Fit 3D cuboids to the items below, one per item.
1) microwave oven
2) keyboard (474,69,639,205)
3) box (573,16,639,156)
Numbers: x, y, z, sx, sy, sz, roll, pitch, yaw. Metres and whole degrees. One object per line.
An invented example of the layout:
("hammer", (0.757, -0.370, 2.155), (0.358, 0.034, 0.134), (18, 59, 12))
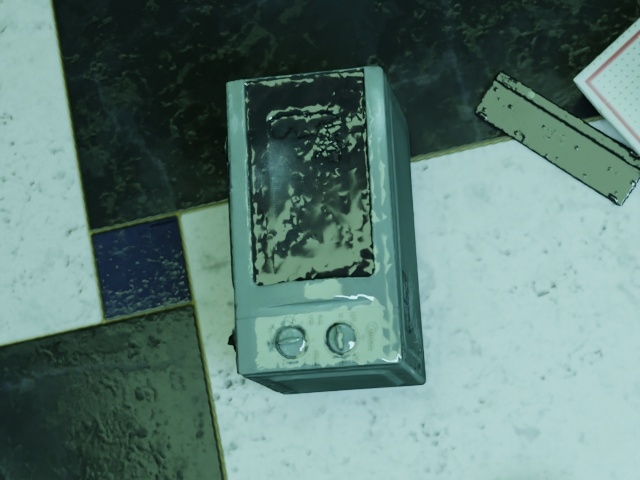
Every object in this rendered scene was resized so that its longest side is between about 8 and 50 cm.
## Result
("microwave oven", (0.000, 0.000, 1.544), (0.181, 0.237, 0.295), (-5, 78, 9))
("keyboard", (0.262, -0.113, 1.645), (0.195, 0.018, 0.060), (34, 92, 14))
("box", (0.448, -0.115, 1.547), (0.210, 0.095, 0.330), (-44, 76, 17))
